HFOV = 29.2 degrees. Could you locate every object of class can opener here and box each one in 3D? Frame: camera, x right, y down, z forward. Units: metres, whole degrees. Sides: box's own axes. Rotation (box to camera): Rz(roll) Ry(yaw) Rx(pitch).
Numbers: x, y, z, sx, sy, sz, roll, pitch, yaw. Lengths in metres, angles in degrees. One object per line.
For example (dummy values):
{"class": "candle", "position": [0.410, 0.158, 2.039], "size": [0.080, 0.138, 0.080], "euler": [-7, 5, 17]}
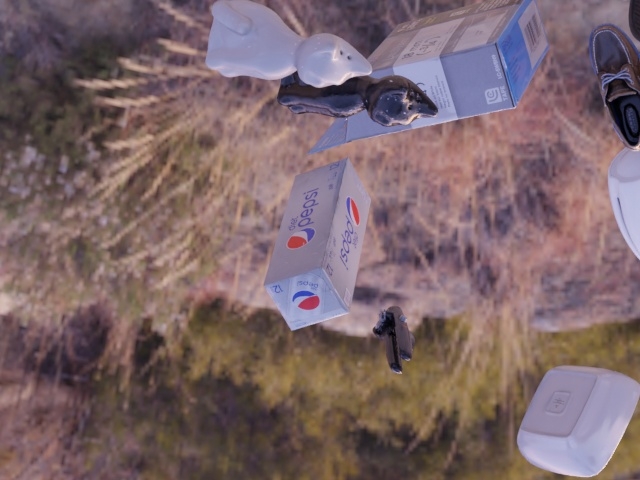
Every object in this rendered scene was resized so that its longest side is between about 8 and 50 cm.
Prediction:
{"class": "can opener", "position": [0.120, 0.149, 1.886], "size": [0.073, 0.186, 0.059], "euler": [21, 103, -5]}

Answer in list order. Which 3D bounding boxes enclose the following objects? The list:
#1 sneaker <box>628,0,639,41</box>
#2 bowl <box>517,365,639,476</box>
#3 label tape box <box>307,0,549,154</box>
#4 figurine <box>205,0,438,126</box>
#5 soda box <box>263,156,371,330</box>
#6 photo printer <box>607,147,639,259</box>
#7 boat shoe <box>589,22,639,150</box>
{"class": "sneaker", "position": [0.487, -0.347, 1.478], "size": [0.178, 0.295, 0.124], "euler": [19, 178, -37]}
{"class": "bowl", "position": [0.306, 0.211, 1.501], "size": [0.053, 0.142, 0.142], "euler": [40, 160, -27]}
{"class": "label tape box", "position": [0.147, -0.251, 1.826], "size": [0.333, 0.240, 0.106], "euler": [-10, 113, 27]}
{"class": "figurine", "position": [0.002, -0.196, 1.401], "size": [0.209, 0.092, 0.215], "euler": [20, 179, 41]}
{"class": "soda box", "position": [0.000, 0.000, 1.815], "size": [0.098, 0.286, 0.091], "euler": [-18, 121, 21]}
{"class": "photo printer", "position": [0.599, -0.096, 1.923], "size": [0.307, 0.107, 0.256], "euler": [-38, 124, -4]}
{"class": "boat shoe", "position": [0.419, -0.213, 1.701], "size": [0.066, 0.183, 0.066], "euler": [-21, -176, 23]}
